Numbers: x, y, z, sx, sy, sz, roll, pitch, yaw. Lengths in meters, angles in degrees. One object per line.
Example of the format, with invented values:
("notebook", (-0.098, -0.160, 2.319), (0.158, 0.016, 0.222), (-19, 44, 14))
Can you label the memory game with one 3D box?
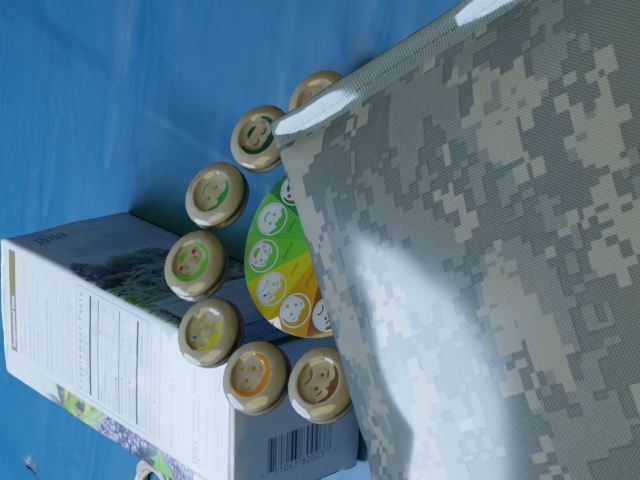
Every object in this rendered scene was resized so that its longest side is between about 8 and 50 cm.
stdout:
("memory game", (0.000, 0.000, 0.671), (0.186, 0.012, 0.186), (-12, 65, 26))

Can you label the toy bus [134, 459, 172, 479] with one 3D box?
("toy bus", (-0.081, 0.235, 0.834), (0.202, 0.104, 0.191), (-14, 89, 49))

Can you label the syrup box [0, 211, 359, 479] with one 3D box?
("syrup box", (-0.089, 0.062, 0.804), (0.237, 0.093, 0.096), (20, 116, 44))

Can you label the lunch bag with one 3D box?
("lunch bag", (0.139, 0.011, 0.467), (0.287, 0.169, 0.235), (-26, 76, 53))
